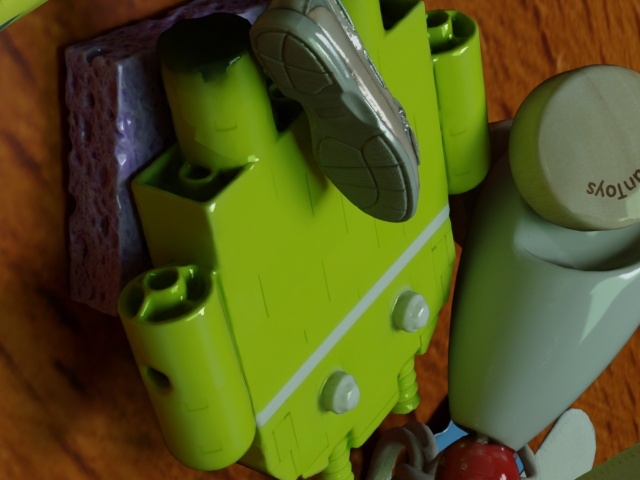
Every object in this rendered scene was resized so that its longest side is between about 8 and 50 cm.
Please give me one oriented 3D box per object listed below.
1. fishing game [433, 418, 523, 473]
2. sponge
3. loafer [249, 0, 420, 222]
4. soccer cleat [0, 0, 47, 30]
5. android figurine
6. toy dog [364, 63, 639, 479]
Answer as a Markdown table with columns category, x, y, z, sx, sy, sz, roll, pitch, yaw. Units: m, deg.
| category | x | y | z | sx | sy | sz | roll | pitch | yaw |
| --- | --- | --- | --- | --- | --- | --- | --- | --- | --- |
| fishing game | 0.101 | 0.174 | 1.088 | 0.189 | 0.041 | 0.264 | 35 | 75 | -60 |
| sponge | -0.034 | -0.058 | 0.773 | 0.210 | 0.031 | 0.117 | -31 | 131 | -48 |
| loafer | 0.014 | -0.058 | 0.686 | 0.125 | 0.045 | 0.039 | 56 | 50 | -44 |
| soccer cleat | -0.101 | -0.116 | 0.555 | 0.289 | 0.121 | 0.093 | -50 | 142 | -30 |
| android figurine | 0.000 | 0.000 | 0.774 | 0.248 | 0.056 | 0.273 | -45 | 138 | -37 |
| toy dog | 0.141 | 0.073 | 0.890 | 0.220 | 0.161 | 0.333 | -120 | -138 | -71 |
